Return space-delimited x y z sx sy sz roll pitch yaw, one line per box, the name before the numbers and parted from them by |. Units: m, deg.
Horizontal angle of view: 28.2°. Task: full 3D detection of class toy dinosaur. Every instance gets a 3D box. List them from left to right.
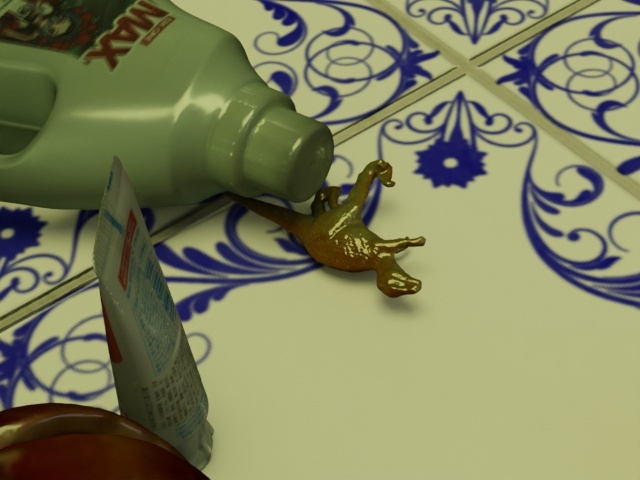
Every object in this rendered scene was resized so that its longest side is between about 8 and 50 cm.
toy dinosaur | 0.000 0.000 0.964 0.162 0.039 0.126 -8 48 11

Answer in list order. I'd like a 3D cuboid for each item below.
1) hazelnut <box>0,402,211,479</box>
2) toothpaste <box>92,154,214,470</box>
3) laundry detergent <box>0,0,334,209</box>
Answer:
hazelnut | -0.129 0.206 0.676 0.217 0.217 0.251 -25 34 -17
toothpaste | -0.105 0.062 0.778 0.057 0.234 0.089 -2 46 3
laundry detergent | -0.180 -0.113 1.024 0.398 0.124 0.264 24 56 25
